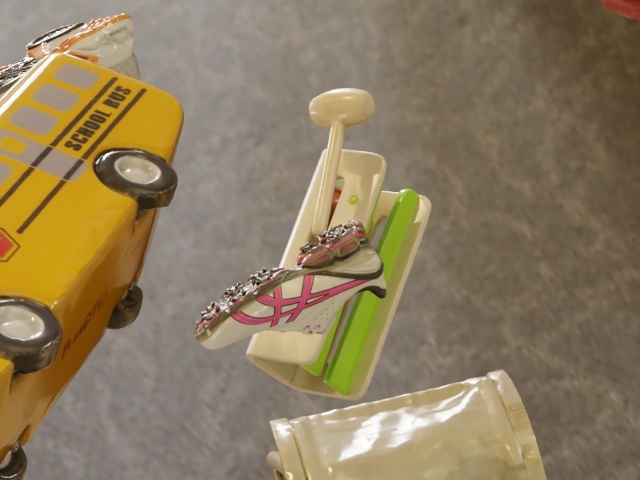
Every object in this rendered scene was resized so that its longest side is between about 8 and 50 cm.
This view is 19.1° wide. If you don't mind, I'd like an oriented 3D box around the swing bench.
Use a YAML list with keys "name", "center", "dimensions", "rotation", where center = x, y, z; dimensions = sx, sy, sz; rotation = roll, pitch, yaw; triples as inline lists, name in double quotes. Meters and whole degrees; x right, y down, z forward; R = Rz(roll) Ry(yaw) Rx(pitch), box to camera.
- name: "swing bench"
  center: [0.082, 0.244, 2.000]
  dimensions: [0.253, 0.255, 0.165]
  rotation: [-11, 69, -7]

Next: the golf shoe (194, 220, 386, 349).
- name: "golf shoe"
  center: [-0.025, 0.059, 1.748]
  dimensions: [0.186, 0.086, 0.067]
  rotation: [-29, 11, -5]

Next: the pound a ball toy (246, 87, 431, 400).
- name: "pound a ball toy"
  center: [0.000, 0.000, 2.255]
  dimensions: [0.135, 0.208, 0.319]
  rotation: [7, 69, 37]

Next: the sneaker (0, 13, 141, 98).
- name: "sneaker"
  center: [-0.209, -0.081, 1.446]
  dimensions: [0.099, 0.121, 0.262]
  rotation: [-7, 20, 36]

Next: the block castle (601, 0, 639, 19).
- name: "block castle"
  center: [0.284, -0.165, 0.708]
  dimensions: [0.303, 0.453, 0.213]
  rotation: [37, 66, 1]

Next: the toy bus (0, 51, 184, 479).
- name: "toy bus"
  center: [-0.176, 0.014, 1.099]
  dimensions: [0.130, 0.108, 0.333]
  rotation: [22, 33, 5]
